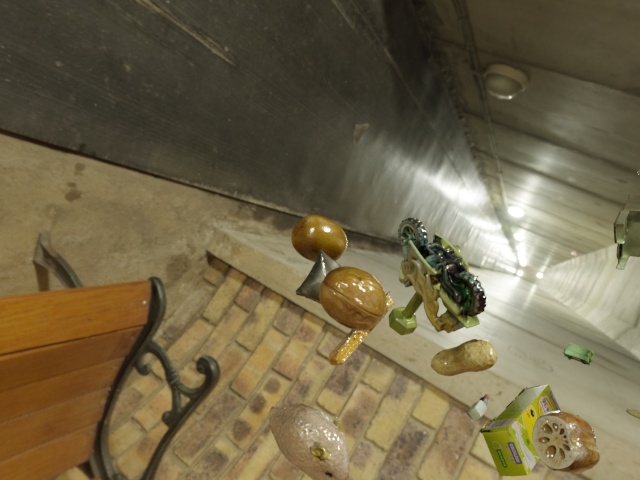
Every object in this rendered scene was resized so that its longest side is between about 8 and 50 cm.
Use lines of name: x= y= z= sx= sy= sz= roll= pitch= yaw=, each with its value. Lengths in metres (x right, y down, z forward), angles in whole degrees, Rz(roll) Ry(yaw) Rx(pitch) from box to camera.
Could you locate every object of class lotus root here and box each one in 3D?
lotus root: x=0.502 y=0.422 z=0.903 sx=0.081 sy=0.112 sz=0.122 roll=15 pitch=59 yaw=-34

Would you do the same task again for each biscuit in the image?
biscuit: x=0.170 y=0.354 z=1.738 sx=0.379 sy=0.054 sz=0.094 roll=-42 pitch=176 yaw=-29

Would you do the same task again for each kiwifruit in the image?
kiwifruit: x=0.000 y=0.000 z=1.768 sx=0.234 sy=0.196 sz=0.195 roll=28 pitch=89 yaw=-38

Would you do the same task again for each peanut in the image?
peanut: x=0.501 y=0.417 z=1.529 sx=0.110 sy=0.237 sz=0.120 roll=67 pitch=26 yaw=-3

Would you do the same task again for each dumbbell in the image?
dumbbell: x=0.373 y=0.248 z=1.705 sx=0.122 sy=0.108 sz=0.301 roll=-4 pitch=134 yaw=-31

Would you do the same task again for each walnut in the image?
walnut: x=0.094 y=0.164 z=1.234 sx=0.167 sy=0.207 sz=0.167 roll=-57 pitch=-170 yaw=16

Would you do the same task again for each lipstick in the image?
lipstick: x=0.380 y=0.387 z=1.020 sx=0.107 sy=0.025 sz=0.025 roll=-13 pitch=151 yaw=-52

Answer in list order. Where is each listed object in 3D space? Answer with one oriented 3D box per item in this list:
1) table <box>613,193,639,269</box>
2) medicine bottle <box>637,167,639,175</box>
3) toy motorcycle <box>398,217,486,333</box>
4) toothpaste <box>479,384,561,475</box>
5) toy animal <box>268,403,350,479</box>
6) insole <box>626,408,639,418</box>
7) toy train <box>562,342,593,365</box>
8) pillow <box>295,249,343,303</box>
table: x=0.856 y=-0.024 z=1.178 sx=0.175 sy=0.063 sz=0.146 roll=-40 pitch=121 yaw=-36
medicine bottle: x=1.146 y=-0.217 z=1.463 sx=0.055 sy=0.117 sz=0.074 roll=-13 pitch=147 yaw=-5
toy motorcycle: x=0.353 y=0.110 z=1.333 sx=0.169 sy=0.410 sz=0.236 roll=-15 pitch=129 yaw=-15
toothpaste: x=0.532 y=0.481 z=1.119 sx=0.328 sy=0.110 sz=0.077 roll=-7 pitch=161 yaw=-46
toy animal: x=-0.036 y=0.682 z=1.499 sx=0.188 sy=0.359 sz=0.226 roll=-35 pitch=148 yaw=-51
insole: x=1.068 y=0.560 z=1.307 sx=0.086 sy=0.254 sz=0.005 roll=-12 pitch=116 yaw=-70
toy train: x=0.911 y=0.400 z=1.527 sx=0.038 sy=0.093 sz=0.056 roll=43 pitch=73 yaw=-36
pillow: x=0.060 y=0.169 z=1.538 sx=0.185 sy=0.250 sz=0.106 roll=-61 pitch=-177 yaw=-2
